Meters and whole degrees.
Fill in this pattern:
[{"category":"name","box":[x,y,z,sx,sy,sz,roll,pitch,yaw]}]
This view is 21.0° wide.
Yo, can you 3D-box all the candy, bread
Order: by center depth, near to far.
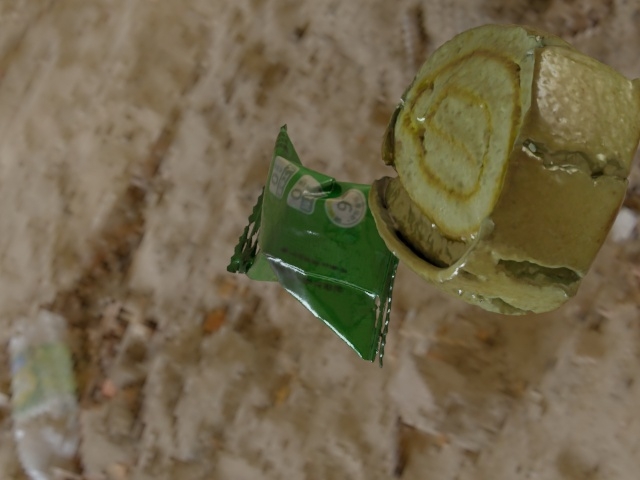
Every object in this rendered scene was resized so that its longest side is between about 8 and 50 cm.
[{"category":"bread","box":[0.077,-0.033,0.743,0.117,0.064,0.156,-63,21,7]},{"category":"candy","box":[-0.003,0.002,1.412,0.203,0.078,0.141,29,126,47]}]
